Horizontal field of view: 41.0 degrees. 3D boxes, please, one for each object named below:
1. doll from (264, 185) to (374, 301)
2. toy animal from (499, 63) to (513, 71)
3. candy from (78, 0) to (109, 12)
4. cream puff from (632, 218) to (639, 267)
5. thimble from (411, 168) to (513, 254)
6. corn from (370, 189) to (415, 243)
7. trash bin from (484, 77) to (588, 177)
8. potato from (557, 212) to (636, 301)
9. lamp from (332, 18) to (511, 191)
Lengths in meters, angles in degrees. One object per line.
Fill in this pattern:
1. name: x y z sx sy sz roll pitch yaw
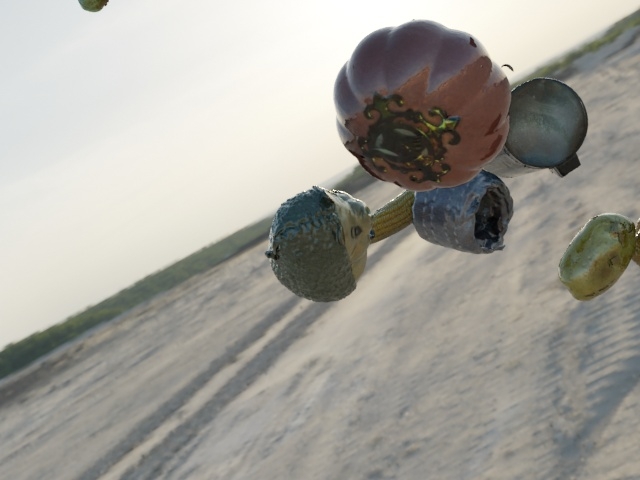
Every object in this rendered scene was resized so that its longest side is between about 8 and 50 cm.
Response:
1. doll: 0.000 0.000 1.813 0.247 0.247 0.349 -30 -17 -1
2. toy animal: 0.372 -0.351 1.797 0.084 0.028 0.050 -20 3 -7
3. candy: -0.458 -0.516 1.650 0.061 0.061 0.202 -30 -23 -12
4. cream puff: 0.690 -0.001 1.532 0.244 0.244 0.196 -31 -30 -24
5. thimble: 0.331 -0.068 1.966 0.172 0.236 0.205 22 73 36
6. corn: 0.181 -0.063 2.033 0.231 0.080 0.080 -31 2 31
7. trash bin: 0.486 -0.255 2.039 0.203 0.252 0.301 -35 1 -3
8. potato: 0.493 0.027 1.518 0.170 0.107 0.080 -49 -6 2
9. lamp: 0.173 -0.232 1.437 0.305 0.305 0.239 -27 26 41
